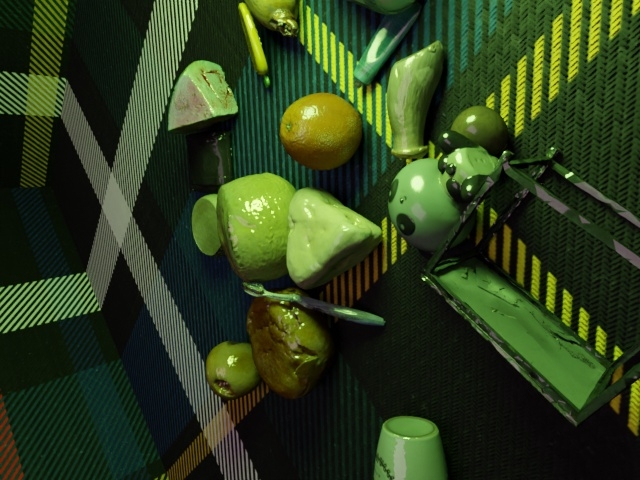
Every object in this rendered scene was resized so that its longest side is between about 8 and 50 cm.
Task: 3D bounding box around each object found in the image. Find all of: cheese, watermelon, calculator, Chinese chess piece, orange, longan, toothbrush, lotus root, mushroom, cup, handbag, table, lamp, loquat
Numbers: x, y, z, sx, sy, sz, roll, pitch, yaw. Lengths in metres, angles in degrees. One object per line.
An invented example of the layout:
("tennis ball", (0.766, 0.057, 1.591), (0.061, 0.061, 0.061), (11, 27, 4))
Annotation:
("cheese", (0.001, 0.000, 1.152), (0.251, 0.173, 0.248), (46, 118, 28))
("watermelon", (-0.387, -0.439, 1.453), (0.201, 0.213, 0.262), (33, 114, 6))
("calculator", (-0.191, -0.563, 1.271), (0.146, 0.032, 0.235), (-122, 14, -65))
("Chinese chess piece", (-0.377, -0.051, 1.586), (0.237, 0.092, 0.238), (10, 104, 44))
("orange", (0.000, -0.269, 1.083), (0.206, 0.206, 0.206), (11, 106, 44))
("longan", (0.311, -0.207, 0.857), (0.113, 0.092, 0.113), (12, 118, 23))
("toothbrush", (-0.025, 0.173, 1.190), (0.413, 0.035, 0.042), (13, 144, 12))
("lotus root", (-0.144, -0.681, 1.164), (0.151, 0.169, 0.343), (-20, 81, 0))
("mushroom", (0.197, -0.303, 0.951), (0.096, 0.108, 0.247), (-107, 22, -75))
("cup", (0.205, 0.561, 1.080), (0.258, 0.186, 0.234), (173, 96, -73))
("handbag", (-0.407, -0.281, 1.578), (0.246, 0.080, 0.223), (9, 105, 45))
("table", (0.404, 0.052, 0.720), (0.335, 0.222, 0.272), (47, 129, 28))
("lamp", (0.239, -0.087, 0.873), (0.198, 0.197, 0.244), (61, 151, 17))
("loquat", (-0.299, 0.446, 1.533), (0.213, 0.213, 0.213), (11, 106, 44))

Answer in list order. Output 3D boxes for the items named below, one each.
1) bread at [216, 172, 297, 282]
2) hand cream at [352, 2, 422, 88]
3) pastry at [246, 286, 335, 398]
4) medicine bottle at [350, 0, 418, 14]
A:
("bread", (-0.177, -0.038, 1.289), (0.320, 0.237, 0.321), (175, 90, -69))
("hand cream", (0.143, -0.458, 1.017), (0.083, 0.048, 0.224), (52, 124, 25))
("pastry", (-0.104, 0.306, 1.331), (0.356, 0.163, 0.356), (15, 111, 43))
("medicine bottle", (0.075, -0.634, 0.906), (0.290, 0.245, 0.245), (41, 125, 35))
